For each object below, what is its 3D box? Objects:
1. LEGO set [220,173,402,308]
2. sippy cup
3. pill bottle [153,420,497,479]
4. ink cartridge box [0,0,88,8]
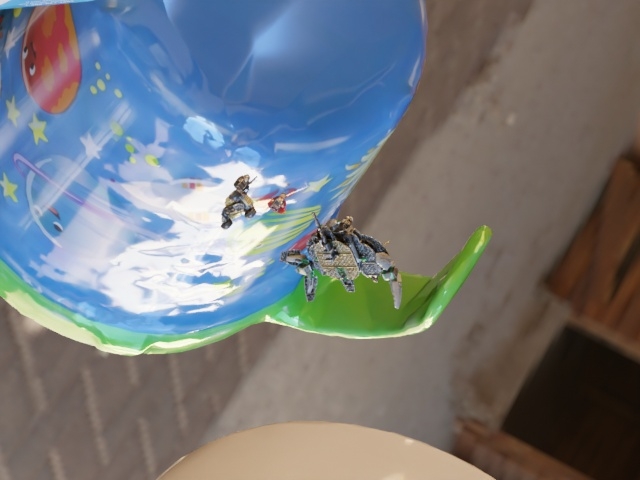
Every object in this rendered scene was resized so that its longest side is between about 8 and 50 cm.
[{"bbox_3d":[0.000,-0.002,0.717,0.054,0.083,0.023,-36,-165,48],"label":"LEGO set"},{"bbox_3d":[-0.061,-0.081,0.879,0.224,0.305,0.240,143,-50,-61],"label":"sippy cup"},{"bbox_3d":[-0.042,0.151,0.284,0.283,0.160,0.160,-43,155,-59],"label":"pill bottle"},{"bbox_3d":[-0.127,-0.123,0.647,0.122,0.088,0.052,148,-64,-80],"label":"ink cartridge box"}]
